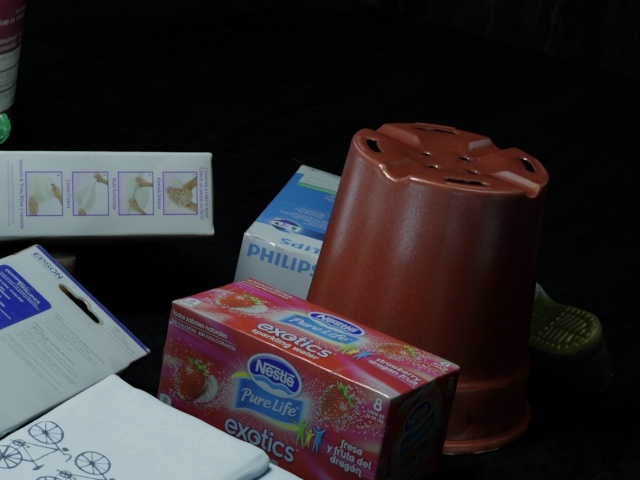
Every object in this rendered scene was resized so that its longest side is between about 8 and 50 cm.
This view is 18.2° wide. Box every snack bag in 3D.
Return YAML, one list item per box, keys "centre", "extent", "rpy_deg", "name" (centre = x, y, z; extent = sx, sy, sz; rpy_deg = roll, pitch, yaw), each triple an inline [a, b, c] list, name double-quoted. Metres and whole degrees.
- centre: [-0.124, 0.237, 1.622]
  extent: [0.342, 0.037, 0.323]
  rpy_deg: [25, 27, 23]
  name: "snack bag"

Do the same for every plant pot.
- centre: [0.107, 0.036, 2.011]
  extent: [0.272, 0.265, 0.272]
  rpy_deg: [10, 20, -4]
  name: "plant pot"

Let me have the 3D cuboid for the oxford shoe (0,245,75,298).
- centre: [-0.308, 0.044, 2.082]
  extent: [0.076, 0.076, 0.212]
  rpy_deg: [-1, 6, -20]
  name: "oxford shoe"

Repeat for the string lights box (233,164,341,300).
- centre: [0.000, 0.000, 2.311]
  extent: [0.133, 0.077, 0.260]
  rpy_deg: [18, 23, 8]
  name: "string lights box"

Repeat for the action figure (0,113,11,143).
- centre: [-0.450, -0.125, 2.153]
  extent: [0.232, 0.063, 0.137]
  rpy_deg: [1, 24, -21]
  name: "action figure"

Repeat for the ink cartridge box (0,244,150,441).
- centre: [-0.297, 0.106, 1.805]
  extent: [0.165, 0.065, 0.332]
  rpy_deg: [42, 23, 11]
  name: "ink cartridge box"

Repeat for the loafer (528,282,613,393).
- centre: [0.234, 0.111, 2.164]
  extent: [0.094, 0.087, 0.251]
  rpy_deg: [-33, 22, -10]
  name: "loafer"

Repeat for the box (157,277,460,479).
- centre: [-0.015, 0.140, 1.873]
  extent: [0.257, 0.123, 0.128]
  rpy_deg: [22, 22, 30]
  name: "box"

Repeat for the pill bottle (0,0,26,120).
- centre: [-0.454, -0.237, 2.287]
  extent: [0.224, 0.392, 0.224]
  rpy_deg: [10, 19, -3]
  name: "pill bottle"

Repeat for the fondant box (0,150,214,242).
- centre: [-0.311, -0.042, 2.139]
  extent: [0.330, 0.096, 0.238]
  rpy_deg: [-2, -1, -29]
  name: "fondant box"
